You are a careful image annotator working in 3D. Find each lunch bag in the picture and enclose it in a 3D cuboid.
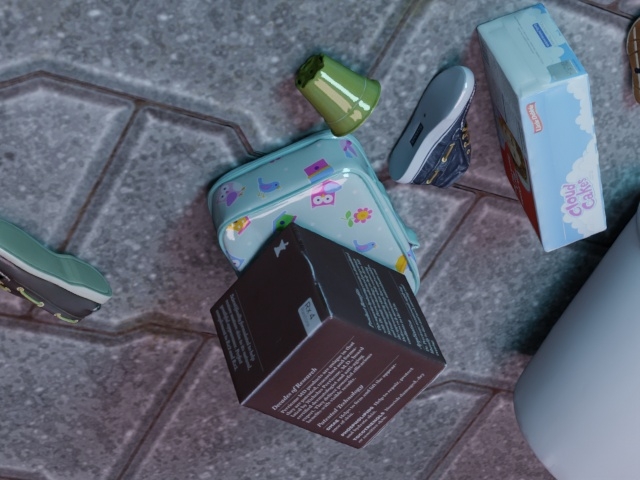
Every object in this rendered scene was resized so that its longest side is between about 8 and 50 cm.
[{"bbox_3d":[0.000,0.000,1.880,0.224,0.108,0.279,-26,135,3],"label":"lunch bag"}]

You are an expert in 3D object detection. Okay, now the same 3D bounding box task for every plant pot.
[{"bbox_3d":[0.014,-0.177,1.747,0.079,0.083,0.083,36,113,-28],"label":"plant pot"}]

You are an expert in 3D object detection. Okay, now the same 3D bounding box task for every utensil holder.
[{"bbox_3d":[0.487,0.154,2.055,0.327,0.327,0.385,11,129,-28],"label":"utensil holder"}]

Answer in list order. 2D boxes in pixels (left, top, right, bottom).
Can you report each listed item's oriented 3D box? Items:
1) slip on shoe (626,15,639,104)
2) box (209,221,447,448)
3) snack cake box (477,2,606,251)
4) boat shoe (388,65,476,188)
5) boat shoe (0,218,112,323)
[{"bbox_3d":[0.417,-0.231,1.865,0.041,0.051,0.135,-45,137,-34],"label":"slip on shoe"},{"bbox_3d":[0.008,0.117,1.794,0.203,0.168,0.167,25,119,-37],"label":"box"},{"bbox_3d":[0.274,-0.135,1.821,0.089,0.152,0.264,-20,136,-2],"label":"snack cake box"},{"bbox_3d":[0.160,-0.139,1.844,0.083,0.065,0.183,8,134,-29],"label":"boat shoe"},{"bbox_3d":[-0.355,0.040,1.805,0.069,0.081,0.228,-44,134,16],"label":"boat shoe"}]
